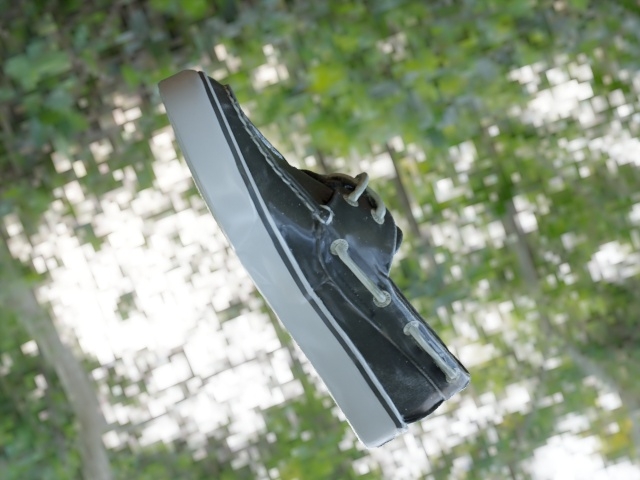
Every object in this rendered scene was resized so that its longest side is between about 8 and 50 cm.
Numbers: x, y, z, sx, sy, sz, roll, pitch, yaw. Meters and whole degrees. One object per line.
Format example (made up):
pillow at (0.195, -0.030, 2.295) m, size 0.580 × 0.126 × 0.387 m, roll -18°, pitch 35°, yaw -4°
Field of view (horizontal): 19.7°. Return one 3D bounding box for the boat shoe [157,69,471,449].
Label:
boat shoe at (0.000, 0.000, 0.858) m, size 0.070 × 0.219 × 0.078 m, roll -31°, pitch -149°, yaw 2°
